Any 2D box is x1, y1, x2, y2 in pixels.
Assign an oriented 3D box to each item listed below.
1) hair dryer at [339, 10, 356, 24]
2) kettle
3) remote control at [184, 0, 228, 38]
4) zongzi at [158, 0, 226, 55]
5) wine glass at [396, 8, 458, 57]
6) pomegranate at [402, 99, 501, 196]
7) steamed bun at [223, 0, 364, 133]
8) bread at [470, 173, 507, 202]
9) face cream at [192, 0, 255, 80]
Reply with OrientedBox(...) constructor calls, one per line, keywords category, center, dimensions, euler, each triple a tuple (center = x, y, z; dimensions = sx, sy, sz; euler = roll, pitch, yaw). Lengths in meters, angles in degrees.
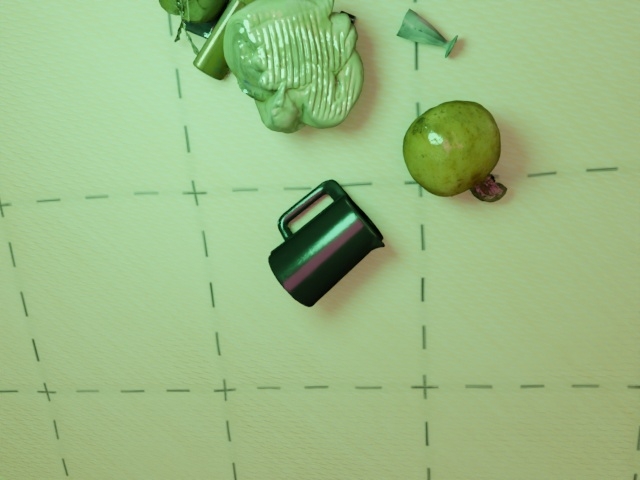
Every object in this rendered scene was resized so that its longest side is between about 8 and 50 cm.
OrientedBox(category="hair dryer", center=(0.065, -0.599, 1.236), dimensions=(0.047, 0.026, 0.083), euler=(24, 113, 3))
OrientedBox(category="kettle", center=(0.010, 0.008, 1.332), dimensions=(0.308, 0.262, 0.203), euler=(-42, 131, 11))
OrientedBox(category="remote control", center=(-0.285, -0.766, 1.225), dimensions=(0.107, 0.044, 0.378), euler=(22, 106, -4))
OrientedBox(category="zongzi", center=(-0.190, -0.739, 1.106), dimensions=(0.466, 0.218, 0.501), euler=(0, 110, -5))
OrientedBox(category="wine glass", center=(0.292, -0.565, 1.192), dimensions=(0.155, 0.073, 0.073), euler=(24, 106, -2))
OrientedBox(category="pomegranate", center=(0.352, -0.251, 1.177), dimensions=(0.260, 0.260, 0.261), euler=(2, 104, 7))
OrientedBox(category="steamed bun", center=(-0.070, -0.467, 1.176), dimensions=(0.351, 0.247, 0.340), euler=(-20, 113, -13))
OrientedBox(category="bread", center=(0.480, -0.159, 1.274), dimensions=(0.082, 0.060, 0.113), euler=(-41, 94, 14))
OrientedBox(category="face cream", center=(-0.237, -0.585, 1.210), dimensions=(0.067, 0.139, 0.285), euler=(41, 107, 6))
